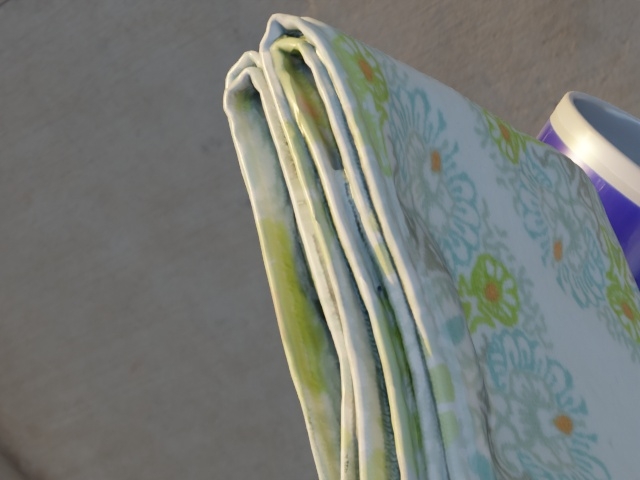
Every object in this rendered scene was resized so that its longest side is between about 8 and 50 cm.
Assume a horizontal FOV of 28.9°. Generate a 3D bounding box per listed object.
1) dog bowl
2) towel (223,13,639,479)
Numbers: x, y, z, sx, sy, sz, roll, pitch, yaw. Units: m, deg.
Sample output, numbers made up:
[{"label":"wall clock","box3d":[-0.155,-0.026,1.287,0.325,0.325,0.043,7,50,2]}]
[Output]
[{"label":"dog bowl","box3d":[0.332,-0.035,1.266,0.265,0.265,0.104,32,111,-2]},{"label":"towel","box3d":[0.109,0.065,0.691,0.090,0.321,0.374,-28,152,29]}]
